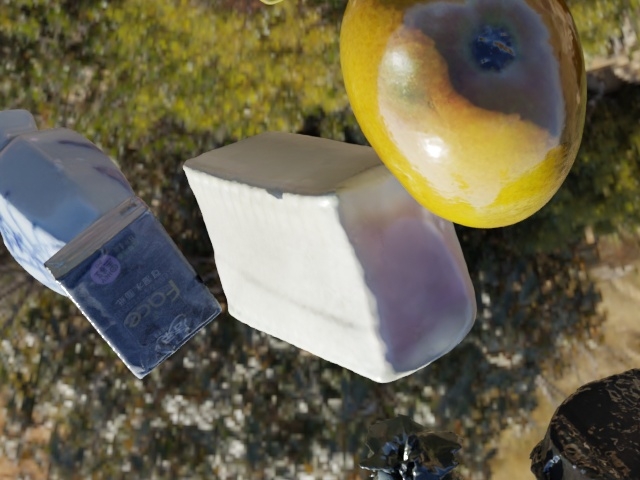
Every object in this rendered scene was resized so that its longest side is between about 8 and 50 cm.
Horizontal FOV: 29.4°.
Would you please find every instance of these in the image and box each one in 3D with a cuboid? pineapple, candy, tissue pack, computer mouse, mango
[{"bbox_3d":[0.088,0.280,1.258,0.119,0.111,0.237,-1,128,-13],"label":"pineapple"},{"bbox_3d":[0.002,0.002,1.320,0.145,0.359,0.208,-24,110,-26],"label":"candy"},{"bbox_3d":[-0.179,0.046,1.189,0.112,0.051,0.156,-39,130,-9],"label":"tissue pack"},{"bbox_3d":[0.342,0.188,1.127,0.295,0.168,0.087,-19,119,-9],"label":"computer mouse"},{"bbox_3d":[0.112,-0.113,0.967,0.173,0.211,0.317,-34,162,-5],"label":"mango"}]

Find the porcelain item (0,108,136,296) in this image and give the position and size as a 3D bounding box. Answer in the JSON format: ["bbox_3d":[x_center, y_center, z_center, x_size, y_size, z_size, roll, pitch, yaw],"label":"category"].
[{"bbox_3d":[-0.415,-0.046,1.953,0.178,0.405,0.242,-32,138,-25],"label":"porcelain item"}]

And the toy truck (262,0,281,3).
[{"bbox_3d":[-0.021,-0.363,1.456,0.224,0.147,0.165,-28,124,22],"label":"toy truck"}]
